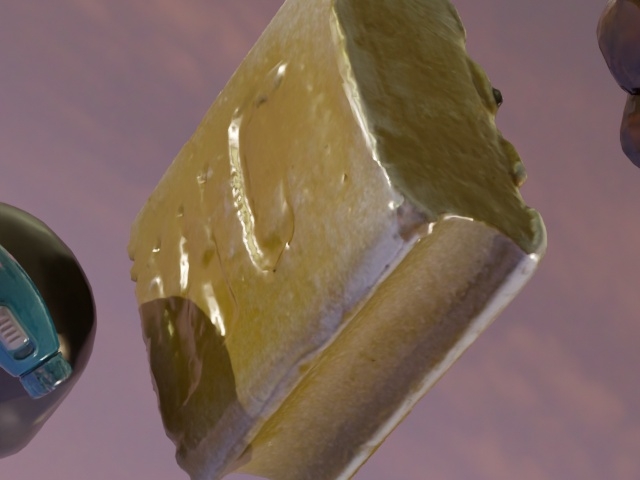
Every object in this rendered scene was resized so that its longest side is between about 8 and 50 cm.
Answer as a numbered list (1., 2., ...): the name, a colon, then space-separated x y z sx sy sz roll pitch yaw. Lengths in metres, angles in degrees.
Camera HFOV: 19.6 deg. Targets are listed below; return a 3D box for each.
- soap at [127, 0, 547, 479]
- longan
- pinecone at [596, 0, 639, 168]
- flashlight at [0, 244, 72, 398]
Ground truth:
1. soap: 0.000 0.000 1.408 0.156 0.335 0.293 16 -138 -29
2. longan: -0.267 0.065 1.423 0.198 0.212 0.198 7 -142 -6
3. pinecone: 0.179 -0.059 0.532 0.204 0.179 0.184 -115 8 -69
4. flashlight: -0.172 0.021 0.957 0.129 0.051 0.051 56 -167 -5
